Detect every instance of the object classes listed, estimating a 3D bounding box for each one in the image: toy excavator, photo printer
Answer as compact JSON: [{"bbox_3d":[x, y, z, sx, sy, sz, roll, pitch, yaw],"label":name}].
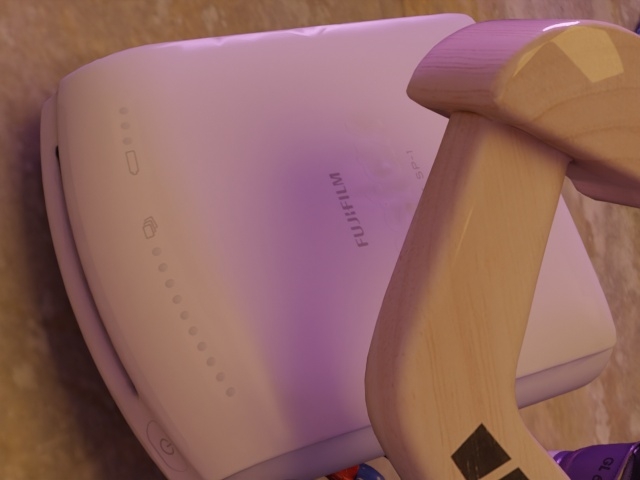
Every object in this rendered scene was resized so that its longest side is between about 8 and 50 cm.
[{"bbox_3d":[0.096,0.178,0.680,0.433,0.222,0.445,-45,116,-14],"label":"toy excavator"},{"bbox_3d":[0.000,0.000,0.805,0.308,0.107,0.256,-11,73,-36],"label":"photo printer"}]

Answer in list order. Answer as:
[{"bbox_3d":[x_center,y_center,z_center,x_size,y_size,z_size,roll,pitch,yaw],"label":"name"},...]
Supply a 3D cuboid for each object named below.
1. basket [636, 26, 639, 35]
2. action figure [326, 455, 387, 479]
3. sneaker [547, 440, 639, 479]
[{"bbox_3d":[0.383,-0.203,1.287,0.289,0.201,0.254,57,43,-31],"label":"basket"},{"bbox_3d":[0.068,0.190,0.895,0.280,0.139,0.091,33,53,-9],"label":"action figure"},{"bbox_3d":[0.208,0.277,0.978,0.107,0.124,0.283,22,61,-42],"label":"sneaker"}]
